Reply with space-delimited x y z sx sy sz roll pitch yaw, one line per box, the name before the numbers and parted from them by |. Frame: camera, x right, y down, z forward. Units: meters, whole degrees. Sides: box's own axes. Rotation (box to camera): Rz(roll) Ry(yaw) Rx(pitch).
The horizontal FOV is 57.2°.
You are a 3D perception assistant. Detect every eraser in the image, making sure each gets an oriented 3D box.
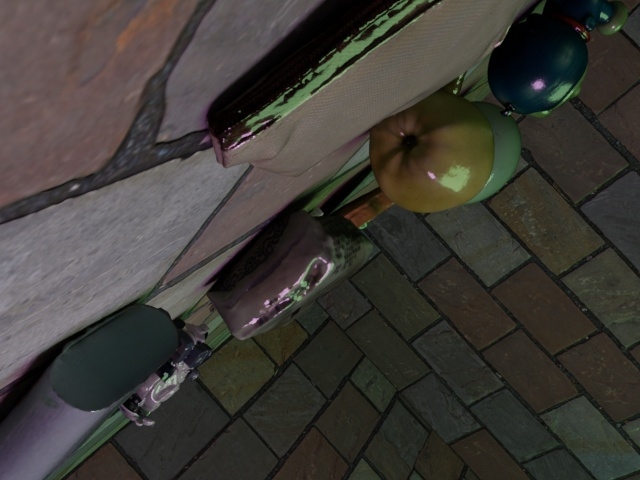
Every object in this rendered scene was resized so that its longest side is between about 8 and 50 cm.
eraser | -0.272 0.181 0.645 0.227 0.081 0.174 -45 177 26

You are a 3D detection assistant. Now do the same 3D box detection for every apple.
apple | 0.160 -0.133 0.865 0.200 0.200 0.200 -42 177 -3

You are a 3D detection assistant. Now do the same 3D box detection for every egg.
egg | 0.430 -0.254 1.699 0.389 0.276 0.276 -41 177 -36

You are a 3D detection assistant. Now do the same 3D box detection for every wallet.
wallet | 0.064 -0.156 0.467 0.335 0.068 0.275 -36 173 2

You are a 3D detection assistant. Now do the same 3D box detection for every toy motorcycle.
toy motorcycle | -0.282 0.239 1.036 0.221 0.102 0.150 -53 163 13

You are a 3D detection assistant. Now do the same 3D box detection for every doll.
doll | 0.473 -0.396 1.230 0.321 0.186 0.198 -59 -151 -2

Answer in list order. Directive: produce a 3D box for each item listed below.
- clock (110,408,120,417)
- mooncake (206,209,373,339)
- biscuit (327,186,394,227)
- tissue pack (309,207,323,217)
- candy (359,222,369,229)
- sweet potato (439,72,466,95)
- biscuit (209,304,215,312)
clock | -0.358 0.272 1.185 0.215 0.042 0.215 -42 177 -3
mooncake | -0.051 0.049 1.015 0.250 0.136 0.254 -42 169 13
biscuit | 0.054 -0.048 1.449 0.365 0.062 0.385 -34 -178 -44
tissue pack | -0.043 -0.025 1.217 0.108 0.023 0.056 -39 174 -38
candy | 0.077 -0.052 2.090 0.097 0.097 0.323 -41 -175 -29
sweet potato | 0.210 -0.252 1.035 0.069 0.059 0.249 -24 161 -41
biscuit | -0.175 0.094 1.272 0.144 0.016 0.203 -44 177 21
